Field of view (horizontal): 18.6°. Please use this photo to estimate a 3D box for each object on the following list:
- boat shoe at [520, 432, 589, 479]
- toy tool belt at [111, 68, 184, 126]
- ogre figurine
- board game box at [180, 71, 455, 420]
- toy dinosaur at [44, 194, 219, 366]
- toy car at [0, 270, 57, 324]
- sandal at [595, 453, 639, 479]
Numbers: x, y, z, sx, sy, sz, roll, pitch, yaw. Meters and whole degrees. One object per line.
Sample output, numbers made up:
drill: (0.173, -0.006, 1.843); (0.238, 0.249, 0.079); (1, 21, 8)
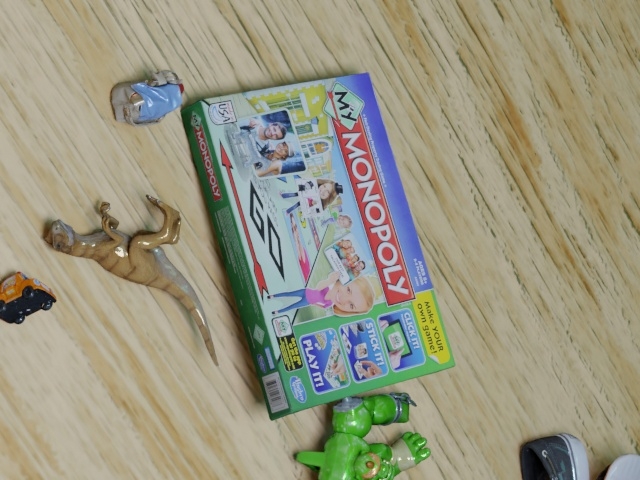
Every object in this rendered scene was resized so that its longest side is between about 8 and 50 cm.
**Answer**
boat shoe: (0.255, 0.326, 2.135); (0.076, 0.080, 0.229); (0, 86, -30)
toy tool belt: (-0.156, -0.138, 1.877); (0.083, 0.051, 0.052); (-21, 100, -35)
ogre figurine: (0.040, 0.240, 1.978); (0.118, 0.097, 0.197); (32, 84, -49)
board game box: (0.000, 0.000, 1.951); (0.213, 0.046, 0.317); (-13, 84, -35)
toy dinosaur: (-0.165, 0.019, 1.867); (0.211, 0.064, 0.112); (30, 88, -21)
toy car: (-0.300, 0.038, 1.762); (0.122, 0.060, 0.040); (21, 43, -40)
sandal: (0.354, 0.317, 2.216); (0.102, 0.076, 0.265); (-61, 141, -14)
